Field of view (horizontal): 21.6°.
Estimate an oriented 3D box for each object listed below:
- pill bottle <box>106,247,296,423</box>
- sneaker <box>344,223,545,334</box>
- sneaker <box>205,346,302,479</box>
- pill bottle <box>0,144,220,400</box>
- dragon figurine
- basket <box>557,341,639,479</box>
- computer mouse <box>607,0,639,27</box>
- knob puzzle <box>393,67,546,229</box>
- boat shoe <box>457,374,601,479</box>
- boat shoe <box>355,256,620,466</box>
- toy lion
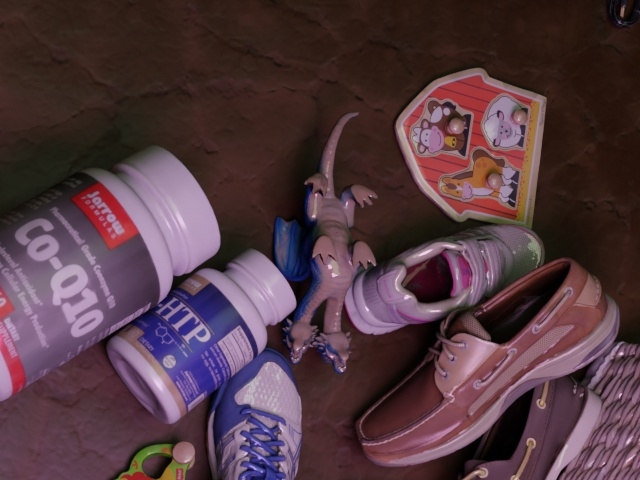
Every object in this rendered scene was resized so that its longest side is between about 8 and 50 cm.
[{"bbox_3d":[-0.122,0.095,1.766,0.187,0.112,0.112,-39,97,-19],"label":"pill bottle"},{"bbox_3d":[0.157,0.042,1.900,0.252,0.111,0.103,-19,89,-25],"label":"sneaker"},{"bbox_3d":[-0.061,0.255,1.763,0.112,0.131,0.296,12,76,-19],"label":"sneaker"},{"bbox_3d":[-0.253,0.026,1.701,0.283,0.161,0.161,-33,95,-24],"label":"pill bottle"},{"bbox_3d":[0.000,0.000,1.854,0.085,0.144,0.289,6,60,-21],"label":"dragon figurine"},{"bbox_3d":[0.423,0.320,1.888,0.331,0.266,0.328,39,70,-11],"label":"basket"},{"bbox_3d":[0.393,-0.386,2.111,0.071,0.041,0.242,6,80,-23],"label":"computer mouse"},{"bbox_3d":[0.178,-0.115,1.981,0.213,0.030,0.213,4,81,-22],"label":"knob puzzle"},{"bbox_3d":[0.198,0.267,1.838,0.097,0.116,0.324,41,61,-12],"label":"boat shoe"},{"bbox_3d":[0.169,0.126,1.841,0.324,0.123,0.116,-34,122,-1],"label":"boat shoe"},{"bbox_3d":[-0.179,0.264,1.759,0.096,0.034,0.100,0,65,-5],"label":"toy lion"}]
